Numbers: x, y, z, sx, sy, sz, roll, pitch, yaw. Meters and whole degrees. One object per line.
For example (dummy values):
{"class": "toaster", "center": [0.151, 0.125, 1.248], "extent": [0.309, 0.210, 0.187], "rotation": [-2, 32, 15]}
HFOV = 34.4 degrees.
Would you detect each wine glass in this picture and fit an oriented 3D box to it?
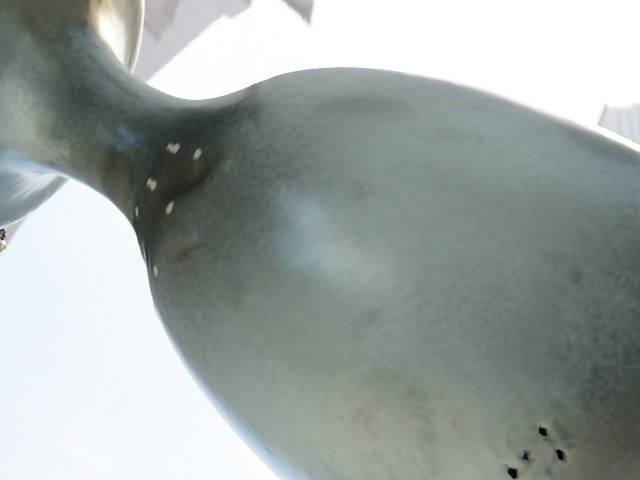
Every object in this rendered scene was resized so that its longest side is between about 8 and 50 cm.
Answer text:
{"class": "wine glass", "center": [-0.005, 0.001, 0.423], "extent": [0.357, 0.191, 0.190], "rotation": [28, -144, 16]}

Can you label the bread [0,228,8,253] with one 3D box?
{"class": "bread", "center": [-0.429, -0.083, 0.839], "extent": [0.248, 0.315, 0.279], "rotation": [-27, -64, -13]}
